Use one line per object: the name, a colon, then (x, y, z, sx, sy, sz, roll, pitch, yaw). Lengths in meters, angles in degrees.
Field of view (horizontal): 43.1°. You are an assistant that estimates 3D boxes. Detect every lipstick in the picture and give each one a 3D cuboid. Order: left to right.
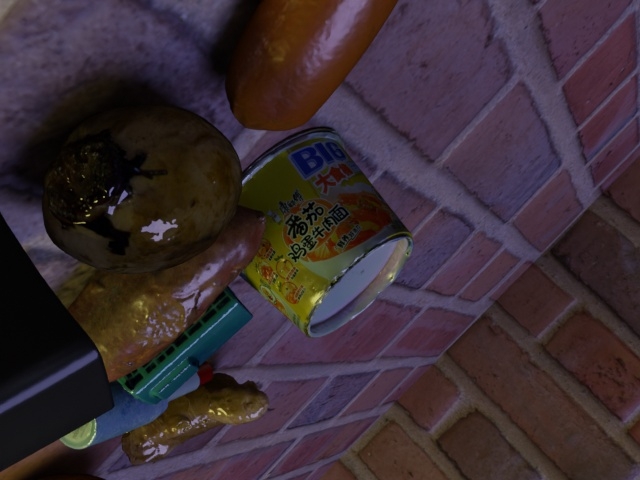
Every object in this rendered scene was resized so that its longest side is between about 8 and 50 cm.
lipstick: (-0.212, 0.186, 0.989, 0.061, 0.068, 0.274, -37, 170, 20)

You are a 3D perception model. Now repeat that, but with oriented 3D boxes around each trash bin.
trash bin: (-0.282, 0.095, 0.541, 0.225, 0.165, 0.115, -32, 157, -23)

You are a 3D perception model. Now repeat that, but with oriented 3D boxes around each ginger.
ginger: (-0.179, 0.233, 1.129, 0.206, 0.115, 0.081, -15, 134, -12)

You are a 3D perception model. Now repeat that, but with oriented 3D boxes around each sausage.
sausage: (0.006, -0.185, 0.631, 0.238, 0.098, 0.098, -55, 157, 23)

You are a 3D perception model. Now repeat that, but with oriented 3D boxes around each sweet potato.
sweet potato: (-0.209, 0.087, 0.759, 0.385, 0.109, 0.109, -37, 160, -1)

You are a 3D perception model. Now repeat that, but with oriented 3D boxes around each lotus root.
lotus root: (-0.124, -0.042, 0.632, 0.138, 0.138, 0.214, -51, 170, 19)

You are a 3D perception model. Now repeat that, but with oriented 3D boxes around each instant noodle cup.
instant noodle cup: (0.000, 0.000, 0.897, 0.205, 0.153, 0.205, -39, 160, -17)

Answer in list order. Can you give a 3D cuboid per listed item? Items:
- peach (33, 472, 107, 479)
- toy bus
peach: (-0.325, 0.473, 0.998, 0.343, 0.301, 0.342, -39, 159, -18)
toy bus: (-0.160, 0.103, 0.884, 0.160, 0.092, 0.079, -41, 158, -6)
